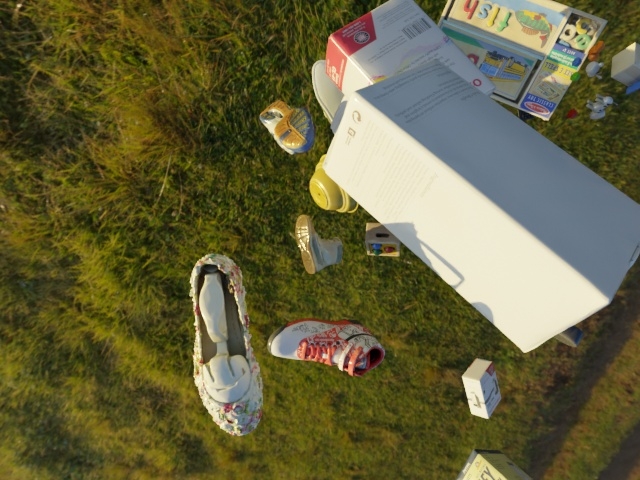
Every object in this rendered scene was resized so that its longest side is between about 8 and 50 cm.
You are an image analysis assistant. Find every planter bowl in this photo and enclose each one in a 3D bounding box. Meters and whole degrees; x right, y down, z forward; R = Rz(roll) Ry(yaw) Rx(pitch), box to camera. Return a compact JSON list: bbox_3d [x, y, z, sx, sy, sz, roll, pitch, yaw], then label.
[{"bbox_3d":[0.026,-0.172,1.372,0.090,0.217,0.217,-31,126,-20],"label":"planter bowl"}]

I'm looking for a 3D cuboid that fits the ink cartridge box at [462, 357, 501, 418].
[{"bbox_3d":[0.481,0.437,1.203,0.056,0.099,0.135,-1,113,48],"label":"ink cartridge box"}]

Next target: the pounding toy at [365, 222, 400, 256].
[{"bbox_3d":[0.260,-0.012,1.514,0.180,0.094,0.206,3,156,13],"label":"pounding toy"}]

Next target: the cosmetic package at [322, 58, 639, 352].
[{"bbox_3d":[0.220,-0.068,0.574,0.385,0.217,0.156,47,145,16],"label":"cosmetic package"}]

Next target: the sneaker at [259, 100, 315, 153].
[{"bbox_3d":[-0.069,-0.300,1.147,0.111,0.296,0.131,-36,128,1],"label":"sneaker"}]

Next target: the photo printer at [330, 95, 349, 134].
[{"bbox_3d":[0.158,-0.477,1.207,0.107,0.308,0.256,30,158,-7],"label":"photo printer"}]

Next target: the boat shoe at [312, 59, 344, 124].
[{"bbox_3d":[0.052,-0.499,1.479,0.109,0.091,0.305,-26,102,1],"label":"boat shoe"}]

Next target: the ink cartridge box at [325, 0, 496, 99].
[{"bbox_3d":[0.189,-0.361,0.907,0.226,0.131,0.306,-34,80,-14],"label":"ink cartridge box"}]

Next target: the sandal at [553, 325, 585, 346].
[{"bbox_3d":[0.338,0.087,0.705,0.254,0.097,0.055,35,89,3],"label":"sandal"}]

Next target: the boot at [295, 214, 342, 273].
[{"bbox_3d":[0.000,0.000,1.488,0.077,0.165,0.213,-8,96,48],"label":"boot"}]

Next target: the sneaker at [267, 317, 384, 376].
[{"bbox_3d":[0.022,0.255,0.955,0.269,0.145,0.090,2,109,-29],"label":"sneaker"}]

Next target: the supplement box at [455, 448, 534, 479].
[{"bbox_3d":[0.250,0.341,0.559,0.083,0.083,0.056,26,94,-38],"label":"supplement box"}]

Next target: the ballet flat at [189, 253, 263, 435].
[{"bbox_3d":[-0.130,0.131,0.522,0.091,0.241,0.077,-14,168,-5],"label":"ballet flat"}]

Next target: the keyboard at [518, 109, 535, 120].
[{"bbox_3d":[0.737,-0.528,1.427,0.100,0.038,0.192,-16,102,-19],"label":"keyboard"}]

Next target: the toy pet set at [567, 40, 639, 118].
[{"bbox_3d":[0.456,-0.250,0.624,0.065,0.122,0.114,20,163,-12],"label":"toy pet set"}]

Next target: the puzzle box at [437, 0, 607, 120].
[{"bbox_3d":[0.523,-0.548,1.150,0.408,0.052,0.272,27,116,10],"label":"puzzle box"}]
